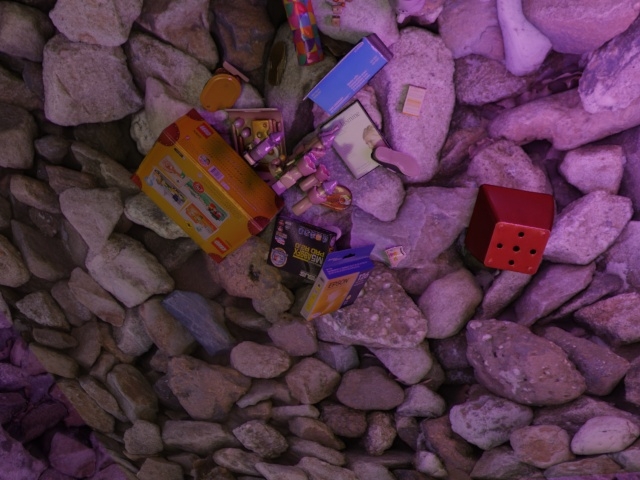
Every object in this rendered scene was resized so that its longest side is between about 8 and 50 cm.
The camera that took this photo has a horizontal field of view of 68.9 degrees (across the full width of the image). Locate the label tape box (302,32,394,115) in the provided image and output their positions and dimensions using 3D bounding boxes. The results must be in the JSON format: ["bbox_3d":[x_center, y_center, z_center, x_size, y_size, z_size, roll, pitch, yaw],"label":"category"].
[{"bbox_3d":[0.099,-0.532,1.508,0.249,0.348,0.115,-39,103,27],"label":"label tape box"}]

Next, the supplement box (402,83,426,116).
[{"bbox_3d":[0.332,-0.495,1.652,0.062,0.036,0.099,16,119,5],"label":"supplement box"}]

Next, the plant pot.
[{"bbox_3d":[0.696,-0.022,1.699,0.267,0.236,0.267,10,119,7],"label":"plant pot"}]

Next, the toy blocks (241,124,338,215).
[{"bbox_3d":[-0.058,-0.306,1.657,0.260,0.289,0.309,-34,112,22],"label":"toy blocks"}]

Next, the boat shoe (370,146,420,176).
[{"bbox_3d":[0.280,-0.293,1.750,0.206,0.065,0.075,20,80,-21],"label":"boat shoe"}]

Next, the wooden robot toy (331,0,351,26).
[{"bbox_3d":[0.079,-0.798,1.539,0.078,0.076,0.174,3,118,-1],"label":"wooden robot toy"}]

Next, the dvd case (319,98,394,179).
[{"bbox_3d":[0.141,-0.377,1.766,0.180,0.022,0.253,-31,106,25],"label":"dvd case"}]

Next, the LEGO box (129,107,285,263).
[{"bbox_3d":[-0.448,-0.194,1.841,0.500,0.193,0.372,46,136,-12],"label":"LEGO box"}]

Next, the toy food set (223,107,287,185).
[{"bbox_3d":[-0.252,-0.363,1.823,0.219,0.092,0.306,2,118,12],"label":"toy food set"}]

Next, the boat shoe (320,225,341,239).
[{"bbox_3d":[0.000,0.000,1.968,0.219,0.078,0.070,-20,153,28],"label":"boat shoe"}]

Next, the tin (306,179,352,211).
[{"bbox_3d":[0.038,-0.186,1.880,0.189,0.040,0.106,20,123,2],"label":"tin"}]

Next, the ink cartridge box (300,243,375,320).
[{"bbox_3d":[0.089,0.169,1.912,0.072,0.303,0.307,46,125,28],"label":"ink cartridge box"}]

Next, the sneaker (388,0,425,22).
[{"bbox_3d":[0.288,-0.862,1.423,0.137,0.210,0.366,15,85,4],"label":"sneaker"}]

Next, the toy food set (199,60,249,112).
[{"bbox_3d":[-0.367,-0.581,1.756,0.128,0.071,0.218,21,133,-36],"label":"toy food set"}]

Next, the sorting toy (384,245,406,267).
[{"bbox_3d":[0.314,0.057,1.941,0.075,0.045,0.083,-21,110,14],"label":"sorting toy"}]

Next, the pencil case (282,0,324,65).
[{"bbox_3d":[-0.058,-0.722,1.594,0.104,0.104,0.237,-8,113,16],"label":"pencil case"}]

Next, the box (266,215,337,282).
[{"bbox_3d":[-0.080,0.036,1.929,0.269,0.060,0.217,20,103,25],"label":"box"}]

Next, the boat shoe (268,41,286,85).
[{"bbox_3d":[-0.152,-0.639,1.691,0.056,0.048,0.153,18,113,17],"label":"boat shoe"}]
